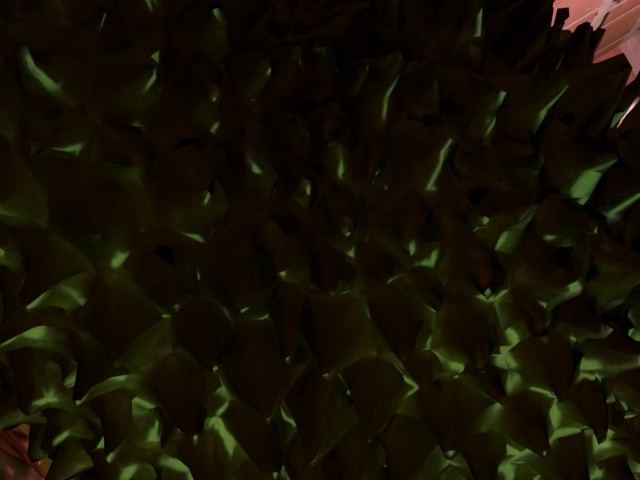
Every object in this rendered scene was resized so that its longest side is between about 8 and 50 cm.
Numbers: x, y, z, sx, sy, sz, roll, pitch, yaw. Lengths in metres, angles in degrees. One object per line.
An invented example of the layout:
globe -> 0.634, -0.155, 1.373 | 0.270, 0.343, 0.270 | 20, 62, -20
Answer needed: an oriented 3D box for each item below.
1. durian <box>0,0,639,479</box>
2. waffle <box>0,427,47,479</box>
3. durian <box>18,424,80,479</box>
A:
durian -> -0.005, -0.019, 0.523 | 0.258, 0.258, 0.293 | -31, 172, 1
waffle -> -0.253, 0.098, 0.452 | 0.348, 0.077, 0.304 | -31, 148, 2
durian -> -0.293, 0.165, 1.176 | 0.339, 0.204, 0.256 | -31, 138, 5
